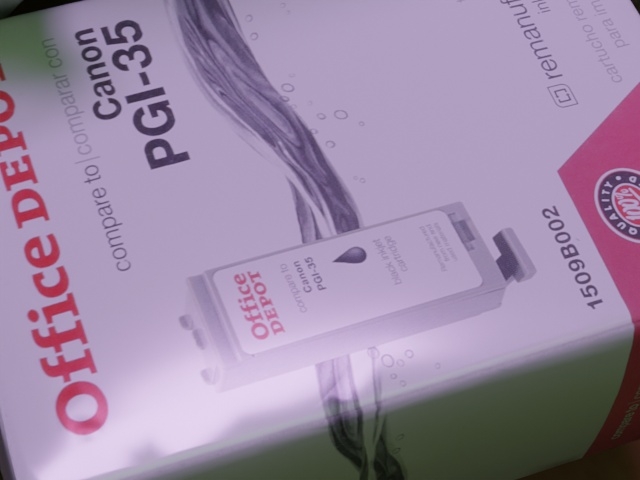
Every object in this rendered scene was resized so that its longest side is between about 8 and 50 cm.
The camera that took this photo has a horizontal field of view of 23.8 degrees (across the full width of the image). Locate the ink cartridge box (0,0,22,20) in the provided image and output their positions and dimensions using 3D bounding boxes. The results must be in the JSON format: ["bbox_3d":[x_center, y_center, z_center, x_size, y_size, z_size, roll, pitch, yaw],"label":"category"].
[{"bbox_3d":[-0.164,-0.117,0.555,0.109,0.209,0.062,0,79,-29],"label":"ink cartridge box"}]

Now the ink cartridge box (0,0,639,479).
[{"bbox_3d":[0.000,0.000,0.593,0.283,0.117,0.207,-16,61,-13],"label":"ink cartridge box"}]
